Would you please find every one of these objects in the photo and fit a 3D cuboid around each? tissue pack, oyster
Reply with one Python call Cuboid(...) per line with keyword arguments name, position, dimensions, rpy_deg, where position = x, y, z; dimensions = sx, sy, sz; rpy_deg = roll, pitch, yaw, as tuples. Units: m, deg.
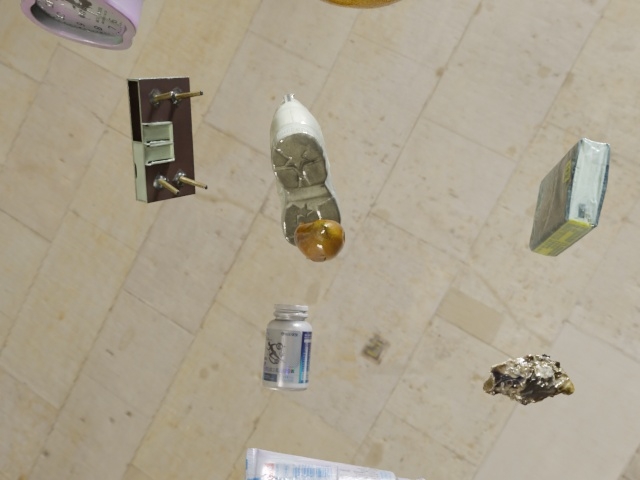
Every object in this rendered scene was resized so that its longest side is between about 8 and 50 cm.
Cuboid(name="tissue pack", position=(0.535, -0.083, 1.441), dimensions=(0.257, 0.081, 0.185), rpy_deg=(86, -161, -75))
Cuboid(name="oyster", position=(0.331, 0.225, 1.045), dimensions=(0.051, 0.148, 0.103), rpy_deg=(-104, 13, -49))

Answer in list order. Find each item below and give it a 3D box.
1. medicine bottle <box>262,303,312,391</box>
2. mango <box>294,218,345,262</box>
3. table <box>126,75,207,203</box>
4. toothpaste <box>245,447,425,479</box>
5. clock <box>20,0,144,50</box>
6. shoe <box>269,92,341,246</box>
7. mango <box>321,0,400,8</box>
Cuboid(name="medicine bottle", position=(-0.074, 0.244, 1.532), dimensions=(0.107, 0.107, 0.191), rpy_deg=(27, -114, -75))
Cuboid(name="mango", position=(0.000, 0.000, 1.061), dimensions=(0.127, 0.077, 0.063), rpy_deg=(148, 140, -70))
Cuboid(name="table", position=(-0.289, -0.196, 1.310), dimensions=(0.121, 0.111, 0.240), rpy_deg=(-19, -65, -45))
Cuboid(name="toothpaste", position=(0.020, 0.314, 0.848), dimensions=(0.089, 0.234, 0.057), rpy_deg=(-93, 18, -52))
Cuboid(name="clock", position=(-0.629, -0.625, 1.735), dimensions=(0.338, 0.338, 0.102), rpy_deg=(59, -137, -73))
Cuboid(name="shoe", position=(-0.035, -0.148, 1.432), dimensions=(0.342, 0.132, 0.210), rpy_deg=(79, -177, -46))
Cuboid(name="mango", position=(0.042, -0.438, 1.020), dimensions=(0.177, 0.295, 0.120), rpy_deg=(72, -156, -43))
